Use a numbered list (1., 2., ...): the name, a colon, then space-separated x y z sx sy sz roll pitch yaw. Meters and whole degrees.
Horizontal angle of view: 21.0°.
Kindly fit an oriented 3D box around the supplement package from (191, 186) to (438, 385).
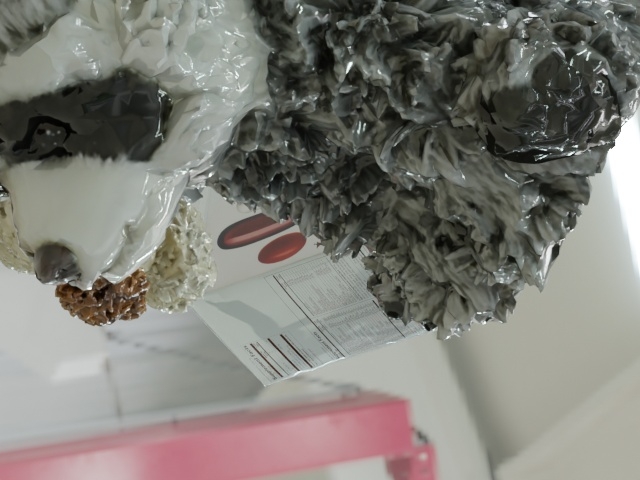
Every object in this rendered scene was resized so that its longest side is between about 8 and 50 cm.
1. supplement package: 0.000 0.000 1.666 0.149 0.203 0.194 50 31 -38

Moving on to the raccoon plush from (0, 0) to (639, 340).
1. raccoon plush: -0.010 -0.151 0.793 0.216 0.299 0.446 119 -7 -47

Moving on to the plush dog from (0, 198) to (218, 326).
1. plush dog: -0.204 -0.043 1.307 0.225 0.211 0.262 171 -102 -81
